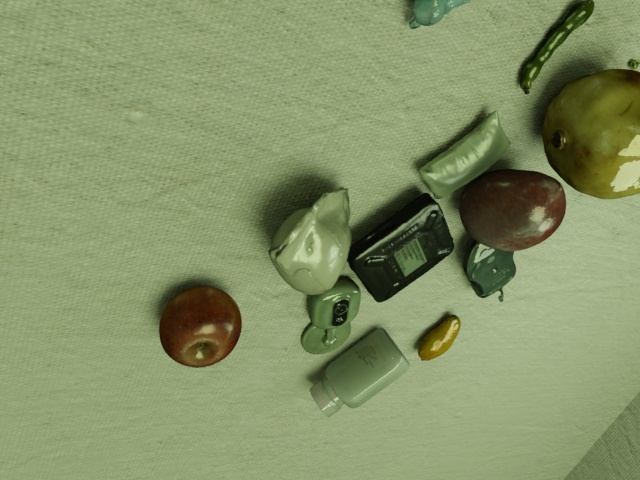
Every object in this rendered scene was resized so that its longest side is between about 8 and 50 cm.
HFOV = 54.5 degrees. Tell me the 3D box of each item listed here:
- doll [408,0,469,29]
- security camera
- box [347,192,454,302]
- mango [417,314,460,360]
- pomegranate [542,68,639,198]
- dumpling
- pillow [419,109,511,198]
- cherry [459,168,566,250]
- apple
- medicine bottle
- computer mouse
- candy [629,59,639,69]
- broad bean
[{"bbox_3d":[0.257,-0.512,1.292,0.179,0.075,0.120,-39,170,-25],"label":"doll"},{"bbox_3d":[0.032,0.233,1.764,0.157,0.080,0.302,-12,133,-21],"label":"security camera"},{"bbox_3d":[0.223,0.029,1.681,0.288,0.073,0.290,-36,145,-1],"label":"box"},{"bbox_3d":[0.391,0.322,2.036,0.190,0.075,0.098,-51,138,7],"label":"mango"},{"bbox_3d":[0.725,-0.266,1.579,0.332,0.333,0.333,-15,132,-18],"label":"pomegranate"},{"bbox_3d":[0.002,0.002,1.492,0.260,0.181,0.341,-53,135,-8],"label":"dumpling"},{"bbox_3d":[0.372,-0.214,1.584,0.254,0.078,0.144,-37,135,3],"label":"pillow"},{"bbox_3d":[0.517,-0.085,1.651,0.261,0.307,0.221,3,79,-31],"label":"cherry"},{"bbox_3d":[-0.290,0.203,1.503,0.201,0.162,0.201,-9,134,-9],"label":"apple"},{"bbox_3d":[0.114,0.408,1.886,0.296,0.161,0.111,-37,133,1],"label":"medicine bottle"},{"bbox_3d":[0.518,0.089,1.910,0.167,0.090,0.379,-34,140,-1],"label":"computer mouse"},{"bbox_3d":[0.871,-0.485,1.690,0.083,0.025,0.023,-23,162,-23],"label":"candy"},{"bbox_3d":[0.565,-0.473,1.503,0.256,0.052,0.052,-54,169,19],"label":"broad bean"}]
